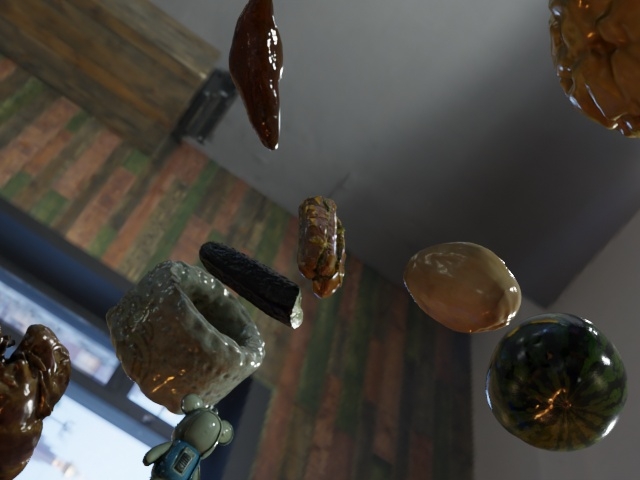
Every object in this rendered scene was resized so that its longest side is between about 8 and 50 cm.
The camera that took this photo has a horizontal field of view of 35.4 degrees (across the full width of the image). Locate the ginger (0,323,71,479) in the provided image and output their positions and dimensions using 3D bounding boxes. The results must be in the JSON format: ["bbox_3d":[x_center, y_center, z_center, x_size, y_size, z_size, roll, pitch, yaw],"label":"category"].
[{"bbox_3d":[-0.503,0.220,1.397,0.274,0.357,0.152,-44,-127,11],"label":"ginger"}]

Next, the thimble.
[{"bbox_3d":[-0.266,0.187,1.975,0.195,0.291,0.291,-42,-168,11],"label":"thimble"}]

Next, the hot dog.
[{"bbox_3d":[0.000,0.000,1.809,0.072,0.115,0.269,-32,-152,19],"label":"hot dog"}]

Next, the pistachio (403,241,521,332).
[{"bbox_3d":[0.239,0.075,1.655,0.117,0.200,0.145,9,105,-57],"label":"pistachio"}]

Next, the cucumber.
[{"bbox_3d":[-0.124,0.067,1.769,0.074,0.241,0.074,-43,150,-32],"label":"cucumber"}]

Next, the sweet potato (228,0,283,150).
[{"bbox_3d":[-0.133,-0.366,2.053,0.112,0.112,0.359,158,-66,-73],"label":"sweet potato"}]

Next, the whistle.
[{"bbox_3d":[-0.233,0.363,1.637,0.077,0.114,0.235,-28,-158,48],"label":"whistle"}]

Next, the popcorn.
[{"bbox_3d":[0.473,-0.345,1.379,0.390,0.354,0.344,-43,-168,14],"label":"popcorn"}]

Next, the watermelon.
[{"bbox_3d":[0.476,0.289,2.032,0.285,0.285,0.285,-53,-170,14],"label":"watermelon"}]
